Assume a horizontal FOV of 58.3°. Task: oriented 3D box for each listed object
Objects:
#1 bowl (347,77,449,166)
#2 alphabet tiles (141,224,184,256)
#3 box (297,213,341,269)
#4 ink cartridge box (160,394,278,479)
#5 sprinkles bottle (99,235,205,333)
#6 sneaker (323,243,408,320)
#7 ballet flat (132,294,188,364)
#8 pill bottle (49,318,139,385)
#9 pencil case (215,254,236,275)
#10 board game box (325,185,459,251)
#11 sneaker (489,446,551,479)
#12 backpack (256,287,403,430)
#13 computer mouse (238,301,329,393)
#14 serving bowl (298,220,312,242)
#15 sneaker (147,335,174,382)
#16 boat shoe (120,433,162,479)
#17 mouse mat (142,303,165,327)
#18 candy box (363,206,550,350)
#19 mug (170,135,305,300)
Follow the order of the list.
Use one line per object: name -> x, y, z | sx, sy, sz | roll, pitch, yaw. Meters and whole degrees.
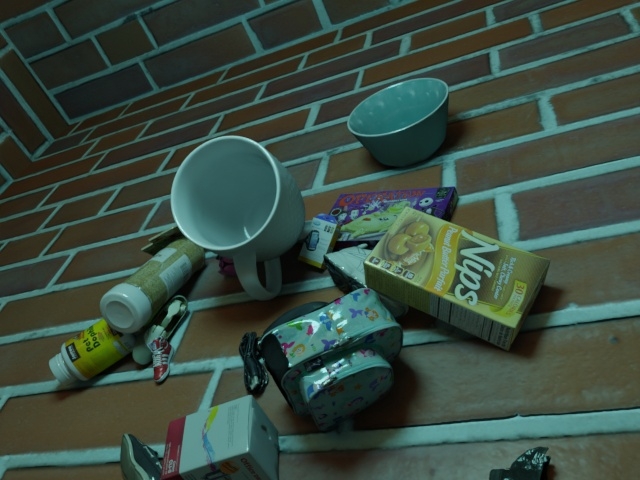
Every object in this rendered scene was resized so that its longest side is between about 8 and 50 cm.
bowl -> 0.251, -0.335, 1.717 | 0.311, 0.163, 0.312 | -18, 34, 13
alphabet tiles -> -0.426, -0.005, 1.733 | 0.198, 0.009, 0.237 | -29, -11, -2
box -> 0.000, 0.000, 1.492 | 0.081, 0.028, 0.136 | 20, 86, 37
ink cartridge box -> -0.179, 0.394, 1.062 | 0.176, 0.128, 0.127 | -21, 34, 10
sprinkles bottle -> -0.442, 0.109, 1.555 | 0.121, 0.121, 0.355 | -11, 20, 22
sneaker -> 0.117, 0.079, 1.309 | 0.129, 0.111, 0.297 | -29, 34, -13
ballet flat -> -0.416, 0.225, 1.496 | 0.068, 0.072, 0.213 | -49, 9, 46
pill bottle -> -0.589, 0.285, 1.503 | 0.215, 0.117, 0.117 | -33, 34, -9
pencil case -> -0.252, 0.011, 1.671 | 0.098, 0.095, 0.209 | -43, 26, 21
board game box -> 0.167, -0.054, 1.504 | 0.346, 0.056, 0.208 | -2, 37, 33
sneaker -> 0.290, 0.380, 0.826 | 0.089, 0.051, 0.170 | -14, 32, 27
backpack -> 0.037, 0.216, 1.075 | 0.253, 0.225, 0.191 | -31, 55, -14
computer mouse -> -0.066, 0.211, 1.282 | 0.272, 0.072, 0.188 | -26, 33, 2
serving bowl -> -0.042, -0.020, 1.616 | 0.083, 0.027, 0.083 | -18, 34, 13
sneaker -> -0.399, 0.288, 1.413 | 0.042, 0.067, 0.118 | -20, 34, 12
boat shoe -> -0.362, 0.463, 1.179 | 0.065, 0.075, 0.206 | 5, 9, -34
mouse mat -> -0.528, 0.194, 1.685 | 0.189, 0.007, 0.153 | -3, 40, 34
candy box -> 0.267, 0.066, 1.149 | 0.316, 0.088, 0.183 | 23, 56, 26
mug -> -0.169, -0.033, 1.450 | 0.276, 0.328, 0.374 | -13, 75, 13
